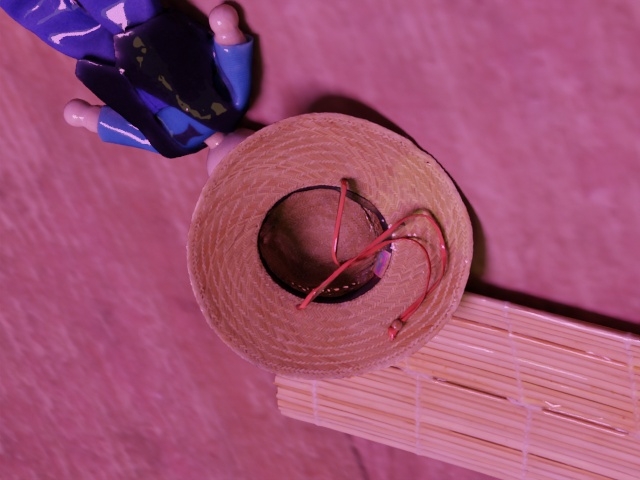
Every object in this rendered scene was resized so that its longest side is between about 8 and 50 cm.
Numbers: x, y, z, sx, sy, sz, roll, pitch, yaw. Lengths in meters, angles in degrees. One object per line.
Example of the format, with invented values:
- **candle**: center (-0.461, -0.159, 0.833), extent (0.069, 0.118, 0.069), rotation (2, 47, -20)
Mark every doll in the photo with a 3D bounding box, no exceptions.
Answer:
- **doll**: center (-0.094, -0.089, 0.889), extent (0.189, 0.046, 0.129), rotation (41, 133, -19)

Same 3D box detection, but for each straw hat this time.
- **straw hat**: center (0.000, 0.000, 0.896), extent (0.144, 0.144, 0.061), rotation (47, 180, -16)

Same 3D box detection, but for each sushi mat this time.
- **sushi mat**: center (0.108, 0.085, 0.949), extent (0.316, 0.019, 0.151), rotation (15, 137, 23)
